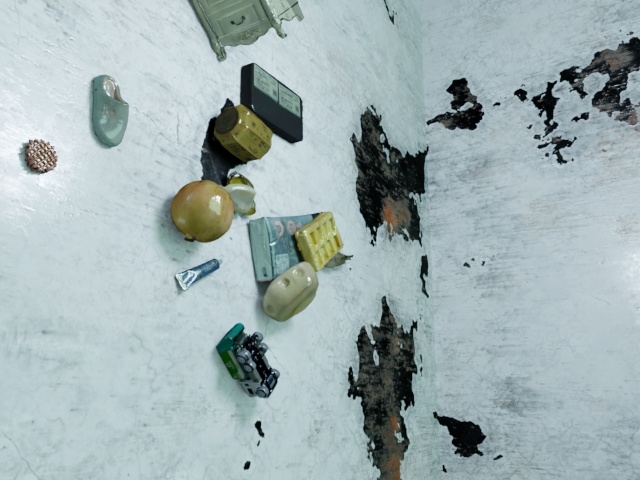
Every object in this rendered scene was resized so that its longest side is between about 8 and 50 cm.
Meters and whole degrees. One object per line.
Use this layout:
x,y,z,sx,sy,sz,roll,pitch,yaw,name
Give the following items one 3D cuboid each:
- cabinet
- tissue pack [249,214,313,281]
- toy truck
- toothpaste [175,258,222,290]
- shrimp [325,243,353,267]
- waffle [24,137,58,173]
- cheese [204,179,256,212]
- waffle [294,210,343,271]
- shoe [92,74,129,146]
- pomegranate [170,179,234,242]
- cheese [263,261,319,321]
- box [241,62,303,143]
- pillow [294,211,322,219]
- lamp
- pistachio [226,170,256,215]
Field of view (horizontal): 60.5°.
-0.263,-0.822,1.846,0.317,0.290,0.227,64,34,-28,cabinet
-0.126,0.022,2.035,0.316,0.103,0.227,-8,91,-59,tissue pack
-0.230,0.383,1.744,0.114,0.124,0.253,-53,129,-50,toy truck
-0.365,0.095,1.682,0.057,0.035,0.197,61,34,-2,toothpaste
0.053,0.043,2.380,0.254,0.059,0.145,-14,85,-55,shrimp
-0.651,-0.198,1.280,0.075,0.029,0.083,2,78,-60,waffle
-0.305,-0.155,1.811,0.192,0.037,0.096,19,94,-38,cheese
0.000,0.000,2.088,0.274,0.057,0.167,-39,116,-58,waffle
-0.547,-0.350,1.448,0.079,0.078,0.195,5,74,-60,shoe
-0.343,-0.083,1.620,0.191,0.191,0.191,23,63,-56,pomegranate
-0.096,0.187,1.945,0.117,0.235,0.218,43,6,19,cheese
-0.181,-0.527,2.134,0.350,0.058,0.211,21,63,-56,box
-0.027,-0.008,2.231,0.141,0.055,0.208,-12,93,-35,pillow
-0.261,-0.361,1.862,0.185,0.161,0.161,31,57,-54,lamp
-0.270,-0.166,1.890,0.090,0.049,0.172,-36,123,-22,pistachio
